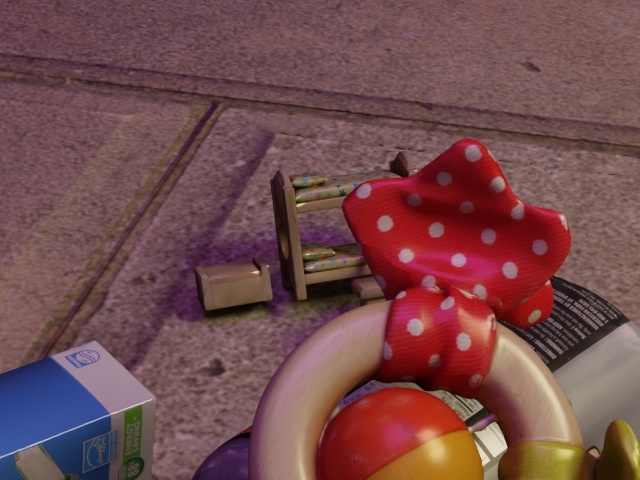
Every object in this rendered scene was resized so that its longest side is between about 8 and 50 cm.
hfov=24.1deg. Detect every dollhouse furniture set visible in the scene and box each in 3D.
[{"bbox_3d":[0.000,0.000,1.154,0.181,0.101,0.161,-9,13,-12],"label":"dollhouse furniture set"}]

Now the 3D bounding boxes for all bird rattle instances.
[{"bbox_3d":[0.063,0.090,0.727,0.207,0.143,0.254,-27,85,-18],"label":"bird rattle"}]

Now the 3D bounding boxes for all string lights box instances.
[{"bbox_3d":[-0.229,0.168,0.894,0.259,0.133,0.076,-20,40,-36],"label":"string lights box"}]

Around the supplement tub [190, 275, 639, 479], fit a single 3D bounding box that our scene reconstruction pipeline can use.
[{"bbox_3d":[0.054,0.162,0.883,0.316,0.194,0.193,-29,43,-33],"label":"supplement tub"}]
